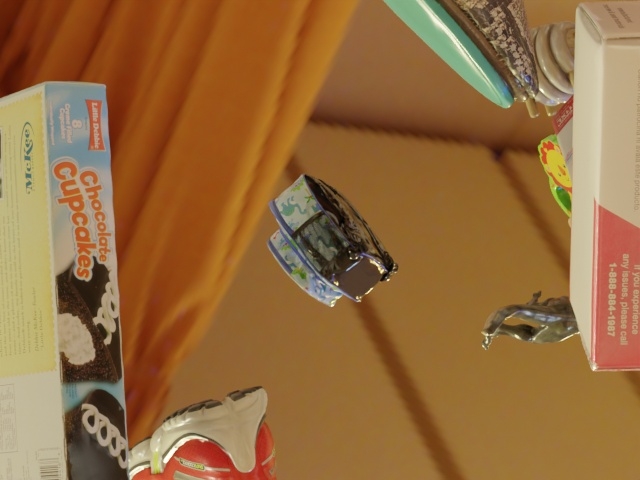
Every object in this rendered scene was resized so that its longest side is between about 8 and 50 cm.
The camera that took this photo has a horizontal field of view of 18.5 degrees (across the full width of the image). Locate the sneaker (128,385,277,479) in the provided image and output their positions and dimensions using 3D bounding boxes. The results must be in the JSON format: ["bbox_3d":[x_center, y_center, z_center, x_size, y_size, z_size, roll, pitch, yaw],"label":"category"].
[{"bbox_3d":[-0.100,0.213,1.664,0.107,0.279,0.118,-13,-105,-17],"label":"sneaker"}]

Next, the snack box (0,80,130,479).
[{"bbox_3d":[-0.223,0.053,1.495,0.060,0.187,0.322,1,-97,-38],"label":"snack box"}]

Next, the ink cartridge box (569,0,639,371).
[{"bbox_3d":[0.297,-0.036,1.173,0.283,0.207,0.117,-1,-162,0],"label":"ink cartridge box"}]

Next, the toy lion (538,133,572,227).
[{"bbox_3d":[0.268,-0.066,2.113,0.034,0.100,0.096,-33,-112,-18],"label":"toy lion"}]

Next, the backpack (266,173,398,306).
[{"bbox_3d":[0.000,0.000,1.834,0.114,0.084,0.105,56,-169,25],"label":"backpack"}]

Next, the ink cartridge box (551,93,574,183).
[{"bbox_3d":[0.278,-0.060,1.718,0.127,0.072,0.175,39,-161,-16],"label":"ink cartridge box"}]

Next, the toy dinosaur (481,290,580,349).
[{"bbox_3d":[0.241,0.085,2.092,0.268,0.118,0.064,0,-92,-36],"label":"toy dinosaur"}]

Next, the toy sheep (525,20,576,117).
[{"bbox_3d":[0.232,-0.175,1.991,0.091,0.132,0.091,29,-130,-40],"label":"toy sheep"}]

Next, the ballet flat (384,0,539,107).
[{"bbox_3d":[0.017,-0.310,1.563,0.483,0.182,0.164,35,178,-4],"label":"ballet flat"}]
